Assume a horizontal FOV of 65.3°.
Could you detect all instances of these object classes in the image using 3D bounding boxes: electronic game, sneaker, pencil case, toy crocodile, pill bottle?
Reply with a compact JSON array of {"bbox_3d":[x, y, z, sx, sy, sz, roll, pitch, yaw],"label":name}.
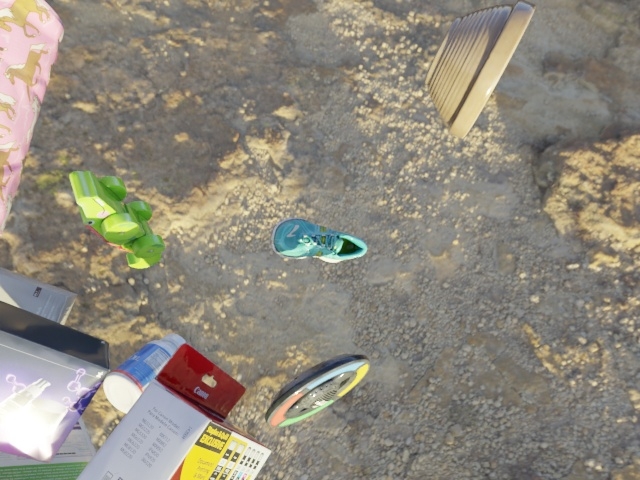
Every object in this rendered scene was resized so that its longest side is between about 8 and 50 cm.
[{"bbox_3d":[-0.003,0.292,0.965,0.229,0.229,0.048,-22,61,-22],"label":"electronic game"},{"bbox_3d":[0.000,0.000,1.252,0.276,0.110,0.106,6,88,-38],"label":"sneaker"},{"bbox_3d":[-0.513,-0.194,0.744,0.160,0.167,0.385,17,80,-27],"label":"pencil case"},{"bbox_3d":[-0.403,-0.033,1.000,0.105,0.340,0.115,-26,72,-4],"label":"toy crocodile"},{"bbox_3d":[-0.453,0.345,1.333,0.124,0.124,0.221,32,30,9],"label":"pill bottle"}]

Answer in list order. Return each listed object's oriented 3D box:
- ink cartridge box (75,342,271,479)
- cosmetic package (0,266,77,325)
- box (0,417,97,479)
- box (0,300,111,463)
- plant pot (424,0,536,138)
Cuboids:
[{"bbox_3d":[-0.210,0.356,0.840,0.130,0.309,0.271,25,69,25],"label":"ink cartridge box"},{"bbox_3d":[-0.771,0.155,1.273,0.238,0.107,0.127,20,84,-11],"label":"cosmetic package"},{"bbox_3d":[-0.576,0.413,0.979,0.232,0.322,0.058,16,92,-38],"label":"box"},{"bbox_3d":[-0.487,0.202,0.754,0.261,0.103,0.184,32,90,-29],"label":"box"},{"bbox_3d":[0.255,-0.305,0.857,0.110,0.237,0.237,29,59,6],"label":"plant pot"}]
